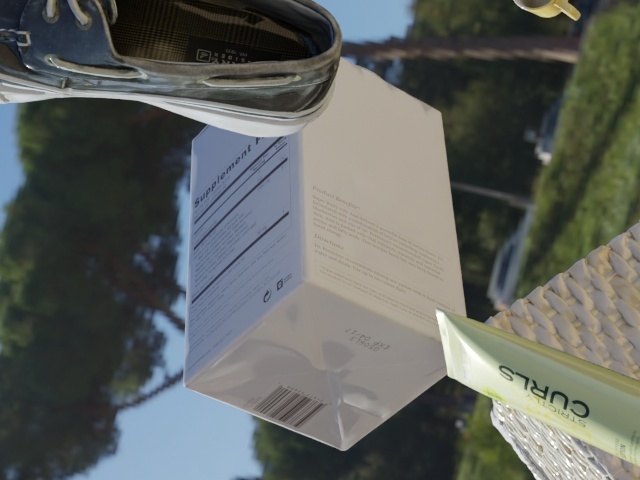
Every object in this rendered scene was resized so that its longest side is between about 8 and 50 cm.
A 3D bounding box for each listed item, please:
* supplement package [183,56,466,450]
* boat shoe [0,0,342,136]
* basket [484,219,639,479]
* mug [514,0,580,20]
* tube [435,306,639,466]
[{"bbox_3d":[0.000,0.000,1.356,0.175,0.178,0.293,-42,35,36],"label":"supplement package"},{"bbox_3d":[-0.144,-0.156,1.009,0.119,0.335,0.121,122,153,-64],"label":"boat shoe"},{"bbox_3d":[0.419,0.195,1.916,0.328,0.331,0.266,-32,-34,-9],"label":"basket"},{"bbox_3d":[0.264,-0.285,1.811,0.064,0.062,0.078,22,-131,-63],"label":"mug"},{"bbox_3d":[0.194,0.120,1.156,0.062,0.240,0.070,-12,-60,-59],"label":"tube"}]
